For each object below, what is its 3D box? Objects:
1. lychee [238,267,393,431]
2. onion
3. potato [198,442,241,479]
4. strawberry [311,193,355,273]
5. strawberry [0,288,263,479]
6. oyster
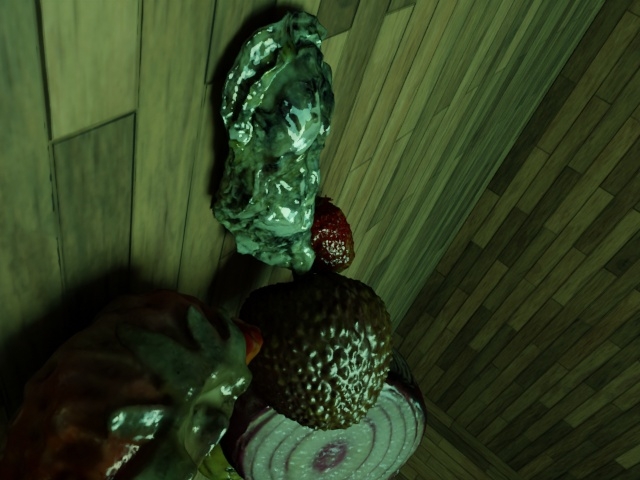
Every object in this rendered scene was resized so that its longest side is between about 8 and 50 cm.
[{"bbox_3d":[-0.005,0.118,0.666,0.194,0.194,0.194,-46,163,-19],"label":"lychee"},{"bbox_3d":[-0.009,0.227,0.889,0.336,0.260,0.282,20,116,-31],"label":"onion"},{"bbox_3d":[-0.102,0.331,1.069,0.300,0.140,0.173,-36,151,-40],"label":"potato"},{"bbox_3d":[0.000,0.001,0.724,0.106,0.106,0.106,-46,163,-19],"label":"strawberry"},{"bbox_3d":[-0.189,0.179,0.528,0.336,0.149,0.265,-53,-174,47],"label":"strawberry"},{"bbox_3d":[-0.041,-0.073,0.517,0.199,0.087,0.252,-24,137,-65],"label":"oyster"}]
